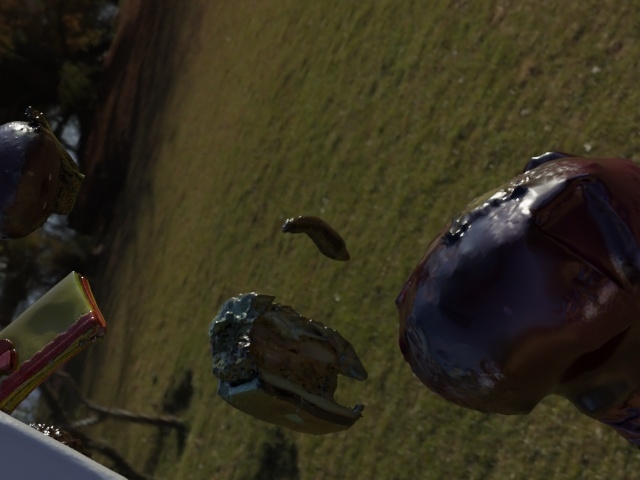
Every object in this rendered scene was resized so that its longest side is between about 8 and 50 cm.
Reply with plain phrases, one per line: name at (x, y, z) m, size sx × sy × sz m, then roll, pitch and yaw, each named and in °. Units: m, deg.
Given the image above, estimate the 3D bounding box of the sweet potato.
sweet potato at (-0.001, -0.006, 1.316) m, size 0.038 × 0.153 × 0.041 m, roll -17°, pitch 61°, yaw 32°

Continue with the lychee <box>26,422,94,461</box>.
lychee at (-0.486, 0.444, 1.613) m, size 0.267 × 0.268 × 0.267 m, roll -49°, pitch 28°, yaw 38°

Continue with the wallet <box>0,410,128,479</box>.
wallet at (-0.273, 0.231, 0.931) m, size 0.033 × 0.190 × 0.095 m, roll -31°, pitch -39°, yaw -68°

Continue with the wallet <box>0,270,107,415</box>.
wallet at (-0.462, 0.170, 1.562) m, size 0.241 × 0.067 × 0.141 m, roll -41°, pitch 47°, yaw 3°

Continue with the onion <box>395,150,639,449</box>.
onion at (0.331, 0.104, 1.262) m, size 0.398 × 0.420 × 0.398 m, roll -45°, pitch 1°, yaw 1°

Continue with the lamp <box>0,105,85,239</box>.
lamp at (-0.389, -0.075, 1.265) m, size 0.157 × 0.135 × 0.156 m, roll -35°, pitch 49°, yaw 34°

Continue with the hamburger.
hamburger at (-0.073, 0.207, 1.593) m, size 0.192 × 0.288 × 0.167 m, roll -17°, pitch 50°, yaw 50°
